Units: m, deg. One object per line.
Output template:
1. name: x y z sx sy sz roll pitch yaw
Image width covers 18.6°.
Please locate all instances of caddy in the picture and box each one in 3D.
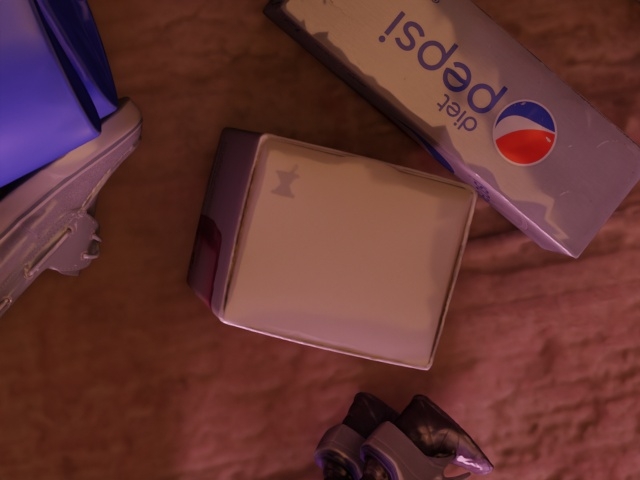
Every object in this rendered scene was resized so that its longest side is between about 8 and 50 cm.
1. caddy: -0.268 -0.172 1.279 0.179 0.241 0.341 -20 101 3

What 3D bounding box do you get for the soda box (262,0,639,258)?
1. soda box: 0.099 -0.113 1.425 0.286 0.091 0.098 39 88 -11

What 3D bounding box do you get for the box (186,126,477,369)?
1. box: 0.000 0.000 1.349 0.149 0.232 0.127 14 93 -9

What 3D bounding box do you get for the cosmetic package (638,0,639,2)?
1. cosmetic package: 0.427 -0.107 1.416 0.156 0.217 0.385 -44 98 -3

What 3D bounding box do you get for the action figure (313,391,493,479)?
1. action figure: -0.016 0.223 1.378 0.285 0.185 0.099 -42 94 -25

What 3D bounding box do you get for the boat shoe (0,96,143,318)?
1. boat shoe: -0.201 -0.006 1.402 0.227 0.079 0.081 -43 107 3
